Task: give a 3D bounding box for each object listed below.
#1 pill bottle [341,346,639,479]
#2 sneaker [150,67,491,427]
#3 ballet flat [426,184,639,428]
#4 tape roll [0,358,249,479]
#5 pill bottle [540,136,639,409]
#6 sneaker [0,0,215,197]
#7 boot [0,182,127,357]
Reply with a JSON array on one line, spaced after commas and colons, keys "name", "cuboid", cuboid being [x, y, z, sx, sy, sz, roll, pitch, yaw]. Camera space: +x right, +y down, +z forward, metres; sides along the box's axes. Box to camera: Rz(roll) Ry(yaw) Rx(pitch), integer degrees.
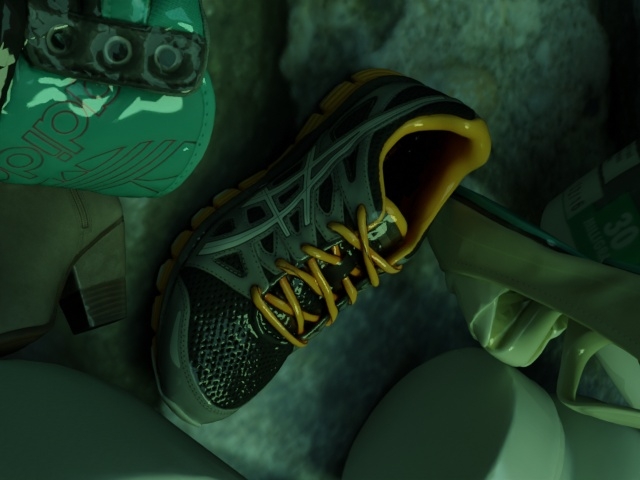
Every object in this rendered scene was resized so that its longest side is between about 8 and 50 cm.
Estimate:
[{"name": "pill bottle", "cuboid": [0.158, 0.195, 0.629, 0.301, 0.169, 0.169, 39, 75, -23]}, {"name": "sneaker", "cuboid": [0.000, 0.000, 0.528, 0.215, 0.083, 0.084, -53, 129, -15]}, {"name": "ballet flat", "cuboid": [0.120, 0.035, 0.528, 0.086, 0.248, 0.086, -14, 115, -33]}, {"name": "tape roll", "cuboid": [-0.127, 0.190, 0.389, 0.286, 0.100, 0.286, -21, 123, -37]}, {"name": "pill bottle", "cuboid": [0.320, -0.036, 0.588, 0.361, 0.204, 0.204, -37, 133, 23]}, {"name": "sneaker", "cuboid": [-0.129, -0.038, 0.357, 0.178, 0.123, 0.296, 28, 65, -30]}, {"name": "boot", "cuboid": [-0.127, 0.001, 0.436, 0.118, 0.042, 0.087, -14, 83, -54]}]
